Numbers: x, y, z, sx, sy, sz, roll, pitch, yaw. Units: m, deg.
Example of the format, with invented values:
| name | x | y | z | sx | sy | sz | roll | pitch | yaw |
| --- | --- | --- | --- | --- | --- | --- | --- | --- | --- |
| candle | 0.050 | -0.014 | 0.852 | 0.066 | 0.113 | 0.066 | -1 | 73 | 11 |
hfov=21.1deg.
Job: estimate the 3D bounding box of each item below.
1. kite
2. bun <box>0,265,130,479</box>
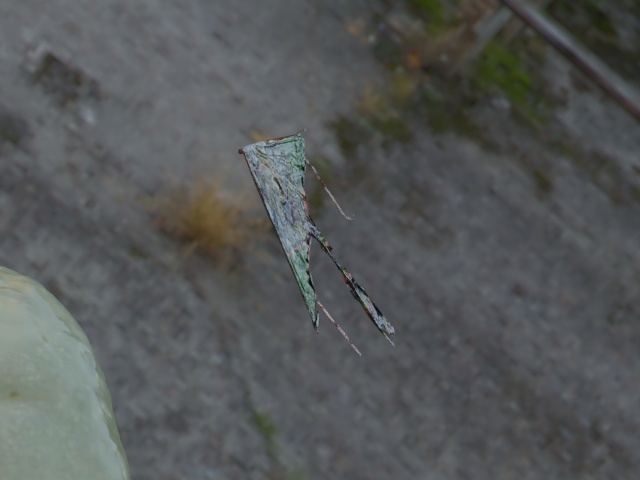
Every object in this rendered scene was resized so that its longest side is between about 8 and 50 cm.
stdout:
| name | x | y | z | sx | sy | sz | roll | pitch | yaw |
| --- | --- | --- | --- | --- | --- | --- | --- | --- | --- |
| kite | 0.000 | 0.000 | 1.306 | 0.244 | 0.006 | 0.198 | 51 | 27 | -42 |
| bun | -0.171 | 0.108 | 0.559 | 0.145 | 0.229 | 0.229 | 21 | 26 | -37 |
